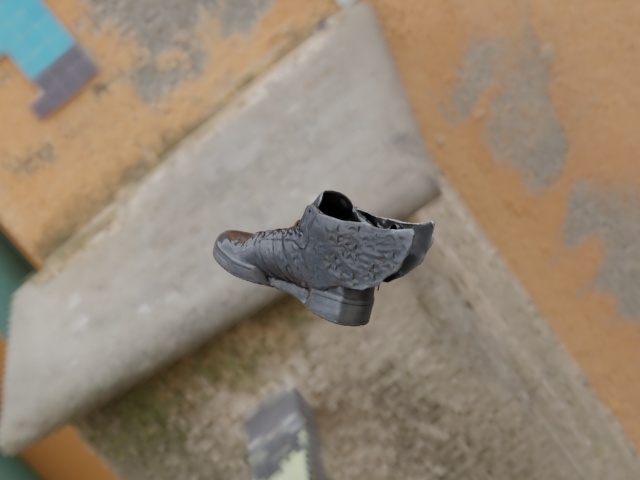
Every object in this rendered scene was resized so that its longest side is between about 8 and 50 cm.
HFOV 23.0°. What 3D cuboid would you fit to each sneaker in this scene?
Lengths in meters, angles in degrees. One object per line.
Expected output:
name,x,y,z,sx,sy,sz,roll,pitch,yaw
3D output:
sneaker,-0.002,0.000,1.108,0.170,0.089,0.051,26,24,34
